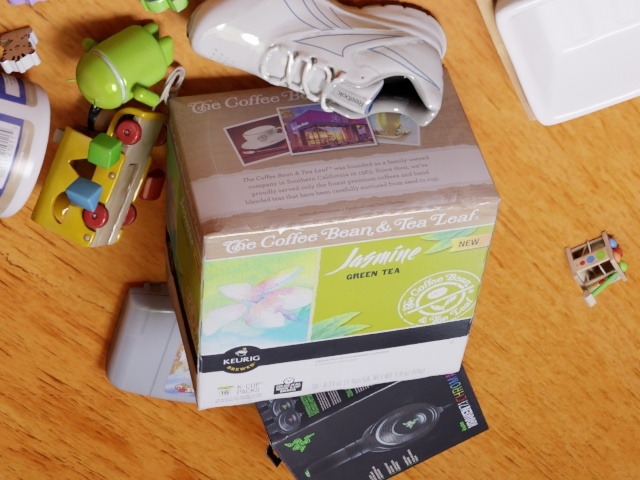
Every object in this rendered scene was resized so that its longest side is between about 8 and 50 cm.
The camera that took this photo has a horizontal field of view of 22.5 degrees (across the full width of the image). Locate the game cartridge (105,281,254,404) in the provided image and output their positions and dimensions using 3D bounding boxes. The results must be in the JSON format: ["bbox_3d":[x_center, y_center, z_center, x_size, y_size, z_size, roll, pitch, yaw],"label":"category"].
[{"bbox_3d":[-0.127,0.143,2.137,0.297,0.062,0.198,5,133,-17],"label":"game cartridge"}]

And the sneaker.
[{"bbox_3d":[0.005,-0.198,1.709,0.297,0.129,0.111,6,139,-17],"label":"sneaker"}]

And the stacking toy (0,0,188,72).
[{"bbox_3d":[-0.258,-0.267,1.633,0.221,0.052,0.167,-16,140,6],"label":"stacking toy"}]

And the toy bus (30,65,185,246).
[{"bbox_3d":[-0.247,-0.092,1.793,0.104,0.202,0.191,24,143,12],"label":"toy bus"}]

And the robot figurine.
[{"bbox_3d":[-0.210,-0.184,1.706,0.115,0.101,0.067,-37,158,-26],"label":"robot figurine"}]

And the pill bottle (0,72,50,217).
[{"bbox_3d":[-0.431,-0.125,1.685,0.264,0.153,0.153,15,134,-26],"label":"pill bottle"}]

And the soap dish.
[{"bbox_3d":[0.323,-0.260,1.705,0.291,0.118,0.229,-20,142,11],"label":"soap dish"}]

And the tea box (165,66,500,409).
[{"bbox_3d":[0.000,0.000,1.848,0.329,0.220,0.323,-8,140,-11],"label":"tea box"}]

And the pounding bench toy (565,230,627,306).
[{"bbox_3d":[0.366,0.041,2.096,0.065,0.083,0.052,-24,137,17],"label":"pounding bench toy"}]

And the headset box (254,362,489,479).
[{"bbox_3d":[0.053,0.214,2.133,0.283,0.131,0.246,-26,146,0],"label":"headset box"}]
